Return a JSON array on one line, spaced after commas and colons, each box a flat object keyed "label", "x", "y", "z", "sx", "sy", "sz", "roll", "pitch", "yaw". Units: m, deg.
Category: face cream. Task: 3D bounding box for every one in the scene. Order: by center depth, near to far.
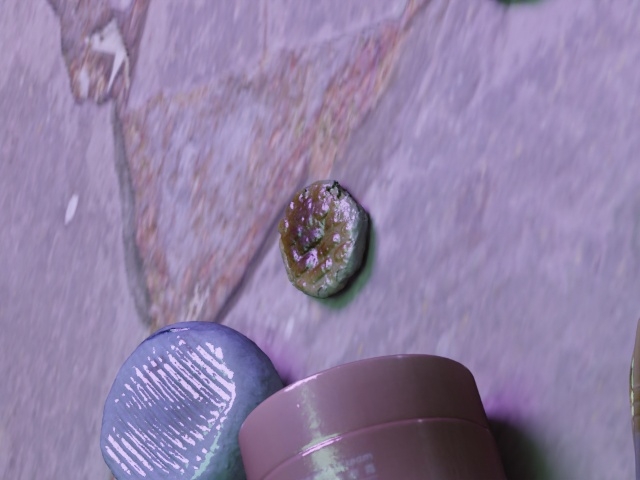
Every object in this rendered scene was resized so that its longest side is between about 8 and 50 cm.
[{"label": "face cream", "x": 0.034, "y": 0.145, "z": 1.156, "sx": 0.149, "sy": 0.149, "sz": 0.104, "roll": -38, "pitch": 56, "yaw": 36}]

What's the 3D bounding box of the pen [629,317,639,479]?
[{"label": "pen", "x": 0.186, "y": 0.153, "z": 1.077, "sx": 0.040, "sy": 0.032, "sz": 0.233, "roll": 151, "pitch": 123, "yaw": -67}]

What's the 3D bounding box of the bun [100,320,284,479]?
[{"label": "bun", "x": -0.081, "y": 0.124, "z": 1.342, "sx": 0.141, "sy": 0.083, "sz": 0.141, "roll": -15, "pitch": 65, "yaw": 35}]

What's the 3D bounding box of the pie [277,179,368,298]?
[{"label": "pie", "x": 0.000, "y": 0.000, "z": 1.329, "sx": 0.084, "sy": 0.020, "sz": 0.084, "roll": -16, "pitch": 68, "yaw": 45}]
